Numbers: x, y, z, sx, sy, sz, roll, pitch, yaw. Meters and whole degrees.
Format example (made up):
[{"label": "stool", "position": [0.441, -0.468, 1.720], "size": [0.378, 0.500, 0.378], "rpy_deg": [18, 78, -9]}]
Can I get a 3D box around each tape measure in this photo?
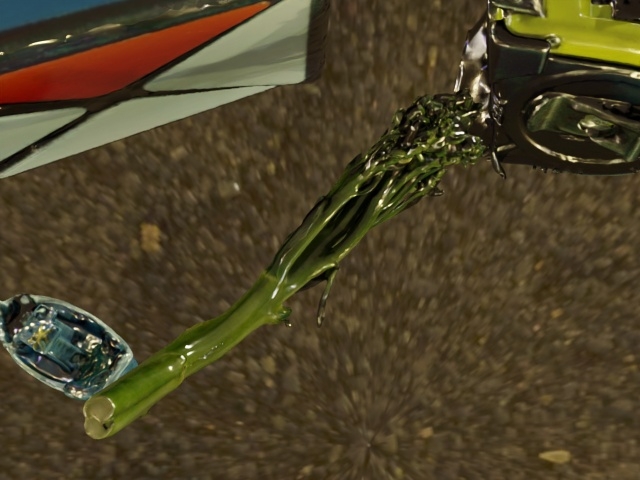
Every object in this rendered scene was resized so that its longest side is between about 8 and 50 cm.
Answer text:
[{"label": "tape measure", "position": [0.188, -0.118, 1.008], "size": [0.186, 0.199, 0.112], "rpy_deg": [5, 65, -1]}]

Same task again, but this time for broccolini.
[{"label": "broccolini", "position": [-0.006, 0.005, 0.711], "size": [0.062, 0.123, 0.271], "rpy_deg": [39, 54, 17]}]

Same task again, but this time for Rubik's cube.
[{"label": "Rubik's cube", "position": [-0.140, -0.187, 0.782], "size": [0.250, 0.248, 0.246], "rpy_deg": [-17, 86, -4]}]

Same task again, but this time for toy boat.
[{"label": "toy boat", "position": [-0.188, 0.074, 1.071], "size": [0.137, 0.061, 0.060], "rpy_deg": [26, 75, 40]}]
